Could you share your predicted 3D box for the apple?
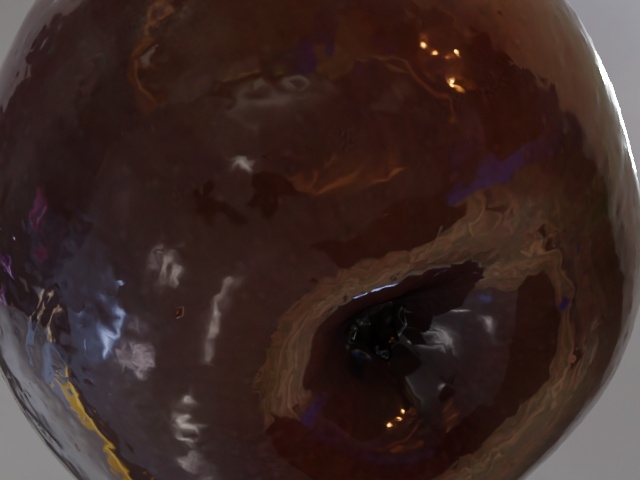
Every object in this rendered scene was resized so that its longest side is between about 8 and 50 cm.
[{"bbox_3d":[0.000,0.000,0.660,0.305,0.235,0.306,-12,-59,-20],"label":"apple"}]
